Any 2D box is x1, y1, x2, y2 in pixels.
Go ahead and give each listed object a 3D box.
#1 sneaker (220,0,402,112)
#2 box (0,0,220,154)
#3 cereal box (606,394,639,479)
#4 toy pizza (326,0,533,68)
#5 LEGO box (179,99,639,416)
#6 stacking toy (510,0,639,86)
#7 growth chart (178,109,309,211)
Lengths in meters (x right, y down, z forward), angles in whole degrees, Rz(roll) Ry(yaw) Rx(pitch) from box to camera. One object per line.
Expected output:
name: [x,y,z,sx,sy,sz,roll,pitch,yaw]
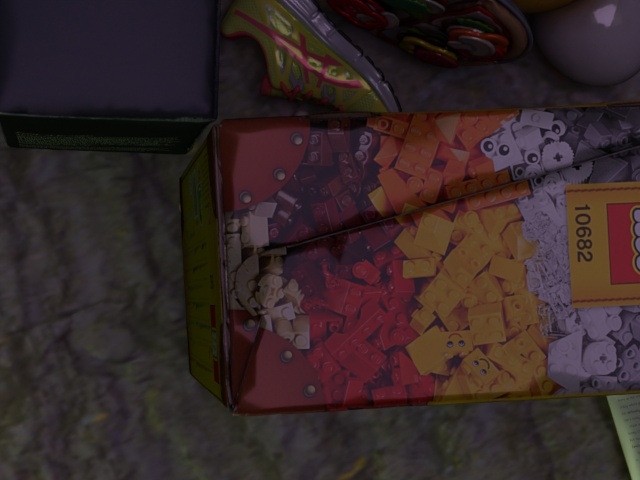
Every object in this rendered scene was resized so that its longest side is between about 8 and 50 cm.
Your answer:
sneaker: [-0.008,-0.153,1.535,0.094,0.081,0.208,-45,89,-1]
box: [-0.180,-0.232,1.395,0.183,0.294,0.296,1,88,-9]
cereal box: [0.359,0.153,1.554,0.173,0.047,0.240,-16,91,23]
toy pizza: [0.089,-0.196,1.482,0.201,0.201,0.032,22,76,-8]
LEGO box: [0.088,0.016,1.304,0.373,0.500,0.193,-3,89,-7]
stacking toy: [0.162,-0.317,1.457,0.350,0.350,0.480,-42,128,-8]
growth chart: [0.000,0.000,1.554,0.237,0.021,0.172,44,84,-5]
